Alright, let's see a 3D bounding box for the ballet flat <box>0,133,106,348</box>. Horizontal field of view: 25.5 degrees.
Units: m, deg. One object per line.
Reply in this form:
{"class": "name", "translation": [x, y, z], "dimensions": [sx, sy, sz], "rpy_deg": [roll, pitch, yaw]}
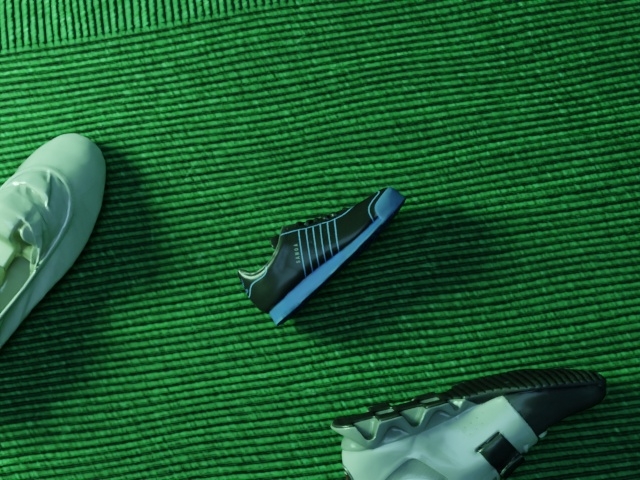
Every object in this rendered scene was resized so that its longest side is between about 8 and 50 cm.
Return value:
{"class": "ballet flat", "translation": [-0.404, 0.027, 1.787], "dimensions": [0.139, 0.139, 0.400], "rpy_deg": [30, 80, 12]}

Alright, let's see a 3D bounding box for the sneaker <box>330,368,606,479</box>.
{"class": "sneaker", "translation": [0.189, 0.244, 1.692], "dimensions": [0.330, 0.122, 0.146], "rpy_deg": [-15, 92, 0]}

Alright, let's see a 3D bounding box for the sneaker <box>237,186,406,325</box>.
{"class": "sneaker", "translation": [0.000, 0.000, 1.779], "dimensions": [0.232, 0.081, 0.090], "rpy_deg": [-42, 83, -5]}
